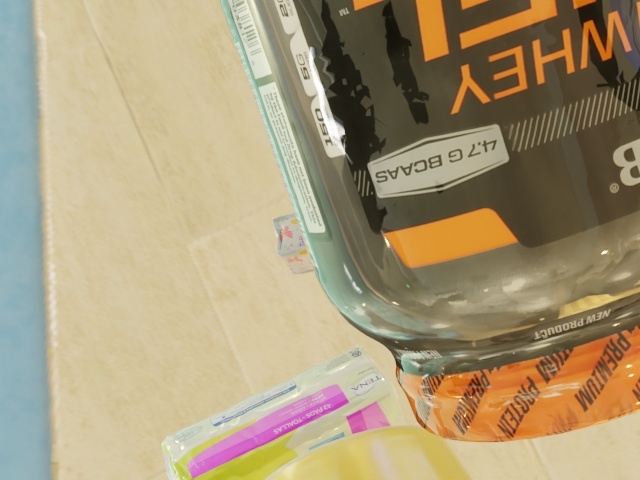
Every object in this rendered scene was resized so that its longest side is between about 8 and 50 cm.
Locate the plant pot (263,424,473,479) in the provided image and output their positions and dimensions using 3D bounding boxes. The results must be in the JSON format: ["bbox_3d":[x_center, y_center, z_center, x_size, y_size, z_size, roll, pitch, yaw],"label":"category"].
[{"bbox_3d":[0.058,0.271,0.818,0.254,0.254,0.239,-25,58,5],"label":"plant pot"}]

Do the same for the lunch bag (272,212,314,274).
[{"bbox_3d":[0.000,0.000,1.210,0.083,0.071,0.053,-14,68,7],"label":"lunch bag"}]

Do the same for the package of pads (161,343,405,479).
[{"bbox_3d":[-0.012,0.278,1.156,0.229,0.297,0.101,-25,31,-12],"label":"package of pads"}]

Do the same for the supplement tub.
[{"bbox_3d":[0.066,-0.097,0.525,0.207,0.207,0.338,-19,99,6],"label":"supplement tub"}]
